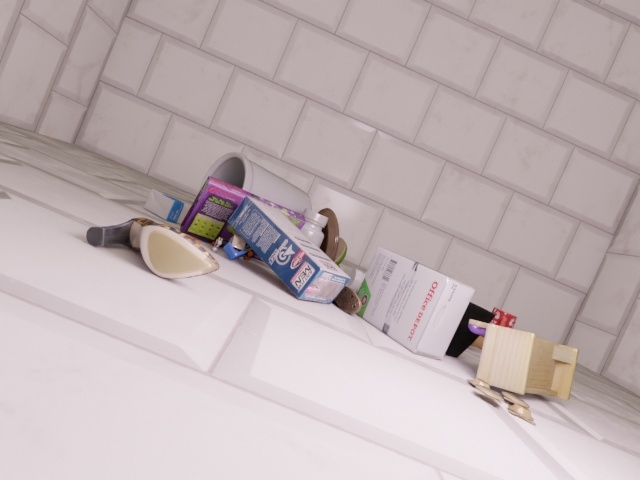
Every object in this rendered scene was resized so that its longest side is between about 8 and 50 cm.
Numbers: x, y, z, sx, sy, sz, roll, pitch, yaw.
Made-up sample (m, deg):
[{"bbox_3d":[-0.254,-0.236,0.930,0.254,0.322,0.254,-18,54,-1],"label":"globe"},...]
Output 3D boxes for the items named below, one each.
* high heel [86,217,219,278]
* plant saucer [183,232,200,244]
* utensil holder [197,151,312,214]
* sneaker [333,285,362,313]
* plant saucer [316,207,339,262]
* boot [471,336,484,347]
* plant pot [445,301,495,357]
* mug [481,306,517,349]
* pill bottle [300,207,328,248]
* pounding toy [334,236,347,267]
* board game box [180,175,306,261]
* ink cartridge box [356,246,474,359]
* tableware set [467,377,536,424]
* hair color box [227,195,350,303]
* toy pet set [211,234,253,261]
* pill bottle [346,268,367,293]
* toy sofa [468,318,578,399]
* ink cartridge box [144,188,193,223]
[{"bbox_3d":[-0.292,0.007,0.927,0.261,0.093,0.186,15,7,10],"label":"high heel"},{"bbox_3d":[-0.389,-0.007,1.358,0.084,0.013,0.083,23,2,-1],"label":"plant saucer"},{"bbox_3d":[-0.273,-0.151,1.993,0.385,0.327,0.328,23,2,-43],"label":"utensil holder"},{"bbox_3d":[0.073,0.164,1.371,0.071,0.066,0.188,23,3,-38],"label":"sneaker"},{"bbox_3d":[0.000,0.000,1.962,0.041,0.277,0.278,5,10,-24],"label":"plant saucer"},{"bbox_3d":[0.463,0.297,1.741,0.211,0.104,0.295,23,7,-22],"label":"boot"},{"bbox_3d":[0.355,0.230,1.364,0.187,0.167,0.188,25,0,-35],"label":"plant pot"},{"bbox_3d":[0.687,0.355,1.796,0.113,0.169,0.150,24,2,-13],"label":"mug"},{"bbox_3d":[-0.060,-0.005,1.857,0.131,0.229,0.131,24,2,-1],"label":"pill bottle"},{"bbox_3d":[0.044,0.080,2.183,0.237,0.183,0.110,21,-26,51],"label":"pounding toy"},{"bbox_3d":[-0.246,-0.054,1.509,0.347,0.208,0.056,23,33,-30],"label":"board game box"},{"bbox_3d":[0.242,0.164,1.284,0.122,0.211,0.289,22,4,-34],"label":"ink cartridge box"},{"bbox_3d":[0.397,0.346,1.029,0.141,0.020,0.169,26,2,13],"label":"tableware set"},{"bbox_3d":[-0.094,0.027,1.331,0.347,0.105,0.174,43,11,31],"label":"hair color box"},{"bbox_3d":[-0.254,0.039,1.373,0.122,0.065,0.114,26,-33,-23],"label":"toy pet set"},{"bbox_3d":[0.197,0.177,1.780,0.180,0.107,0.108,22,3,-12],"label":"pill bottle"},{"bbox_3d":[0.532,0.322,1.249,0.177,0.150,0.363,7,-10,45],"label":"toy sofa"},{"bbox_3d":[-0.500,-0.106,1.704,0.134,0.078,0.231,26,3,31],"label":"ink cartridge box"}]
